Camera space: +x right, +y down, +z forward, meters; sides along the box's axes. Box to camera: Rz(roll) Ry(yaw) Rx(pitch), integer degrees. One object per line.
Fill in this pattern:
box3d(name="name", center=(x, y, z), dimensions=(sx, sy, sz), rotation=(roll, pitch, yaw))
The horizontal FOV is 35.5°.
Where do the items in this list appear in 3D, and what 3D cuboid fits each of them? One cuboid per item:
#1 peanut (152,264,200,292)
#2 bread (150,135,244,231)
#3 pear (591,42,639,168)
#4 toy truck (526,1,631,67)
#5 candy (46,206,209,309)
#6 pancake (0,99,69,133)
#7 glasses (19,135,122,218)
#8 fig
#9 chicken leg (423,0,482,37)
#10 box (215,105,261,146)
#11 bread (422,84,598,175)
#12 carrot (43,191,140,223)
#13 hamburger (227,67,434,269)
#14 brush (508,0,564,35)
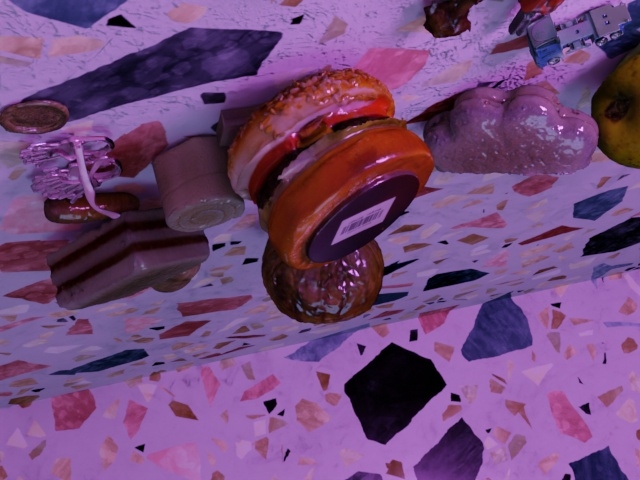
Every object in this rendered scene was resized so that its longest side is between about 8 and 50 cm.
box3d(name="peanut", center=(-0.327, 0.049, 2.219), dimensions=(0.137, 0.122, 0.253), rotation=(-26, 170, -25))
box3d(name="bread", center=(-0.223, -0.104, 1.826), dimensions=(0.148, 0.141, 0.134), rotation=(-17, 158, 3))
box3d(name="pear", center=(0.678, -0.255, 1.936), dimensions=(0.318, 0.238, 0.342), rotation=(-22, 162, -6))
box3d(name="toy truck", center=(0.438, -0.360, 1.702), dimensions=(0.175, 0.067, 0.081), rotation=(-19, 160, 13))
box3d(name="candy", center=(-0.390, 0.035, 2.024), dimensions=(0.320, 0.135, 0.179), rotation=(-21, 174, 41))
box3d(name="pancake", center=(-0.454, -0.195, 1.588), dimensions=(0.115, 0.011, 0.115), rotation=(-12, 161, -4))
box3d(name="glasses", center=(-0.432, -0.105, 1.742), dimensions=(0.162, 0.095, 0.255), rotation=(-4, 158, -5))
box3d(name="fig", center=(0.000, 0.000, 2.181), dimensions=(0.286, 0.286, 0.369), rotation=(-12, 137, -9))
box3d(name="chicken leg", center=(0.245, -0.387, 1.471), dimensions=(0.113, 0.093, 0.304), rotation=(16, 157, -25))
box3d(name="box", center=(-0.138, -0.202, 1.769), dimensions=(0.083, 0.035, 0.079), rotation=(-9, 160, -18))
box3d(name="bread", center=(0.356, -0.217, 1.915), dimensions=(0.337, 0.102, 0.183), rotation=(0, 139, 18))
box3d(name="carrot", center=(-0.434, -0.063, 1.911), dimensions=(0.186, 0.060, 0.060), rotation=(-5, 159, -27))
box3d(name="hamburger", center=(0.012, -0.130, 1.714), dimensions=(0.330, 0.250, 0.330), rotation=(-32, 160, -13))
box3d(name="brush", center=(0.357, -0.400, 1.522), dimensions=(0.051, 0.070, 0.323), rotation=(-5, 160, -16))
